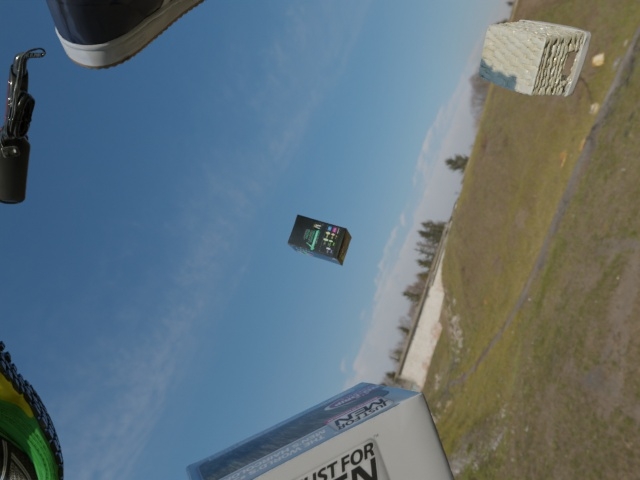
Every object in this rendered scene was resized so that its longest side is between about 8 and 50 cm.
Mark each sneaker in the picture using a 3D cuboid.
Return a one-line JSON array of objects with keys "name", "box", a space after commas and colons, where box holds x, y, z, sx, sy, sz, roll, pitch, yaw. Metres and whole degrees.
[{"name": "sneaker", "box": [-0.483, 0.264, 0.632, 0.146, 0.134, 0.344, -30, -62, -29]}, {"name": "sneaker", "box": [-0.174, -0.319, 0.449, 0.282, 0.099, 0.153, -60, -9, -25]}]

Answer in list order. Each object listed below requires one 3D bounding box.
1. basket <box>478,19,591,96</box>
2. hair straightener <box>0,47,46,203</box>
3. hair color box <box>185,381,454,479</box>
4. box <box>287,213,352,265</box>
[{"name": "basket", "box": [0.393, -0.345, 0.841, 0.167, 0.103, 0.113, -124, 28, -51]}, {"name": "hair straightener", "box": [-0.398, -0.143, 0.592, 0.047, 0.089, 0.231, 7, -56, -44]}, {"name": "hair color box", "box": [0.044, 0.330, 0.348, 0.113, 0.185, 0.375, -30, 78, 66]}, {"name": "box", "box": [0.000, 0.000, 0.702, 0.062, 0.083, 0.052, 50, -122, -73]}]
